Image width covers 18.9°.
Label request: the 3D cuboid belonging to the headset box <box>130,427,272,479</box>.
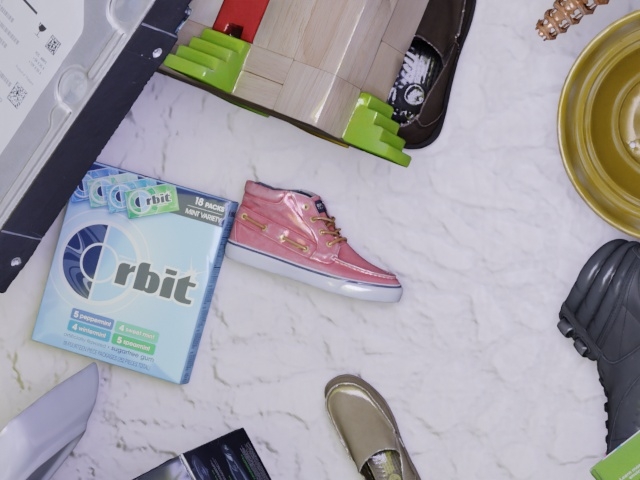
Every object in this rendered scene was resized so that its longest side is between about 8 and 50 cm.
[{"bbox_3d":[-0.172,0.291,1.742,0.246,0.283,0.131,-29,85,7],"label":"headset box"}]

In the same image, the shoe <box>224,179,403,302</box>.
[{"bbox_3d":[0.000,0.000,1.828,0.178,0.063,0.081,17,97,13],"label":"shoe"}]

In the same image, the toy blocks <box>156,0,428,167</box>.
[{"bbox_3d":[-0.044,-0.255,1.768,0.381,0.191,0.261,22,90,31],"label":"toy blocks"}]

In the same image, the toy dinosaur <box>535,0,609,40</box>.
[{"bbox_3d":[0.322,-0.302,1.704,0.322,0.218,0.164,-19,87,9],"label":"toy dinosaur"}]

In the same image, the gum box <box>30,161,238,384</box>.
[{"bbox_3d":[-0.180,0.030,1.867,0.157,0.041,0.184,16,91,9],"label":"gum box"}]

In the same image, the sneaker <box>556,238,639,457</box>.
[{"bbox_3d":[0.284,0.131,1.775,0.147,0.104,0.296,28,117,38],"label":"sneaker"}]

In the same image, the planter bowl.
[{"bbox_3d":[0.324,-0.107,1.762,0.217,0.090,0.217,1,95,6],"label":"planter bowl"}]

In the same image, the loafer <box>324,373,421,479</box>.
[{"bbox_3d":[0.052,0.192,1.825,0.056,0.050,0.148,-34,85,7],"label":"loafer"}]

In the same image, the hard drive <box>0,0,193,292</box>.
[{"bbox_3d":[-0.277,-0.154,1.745,0.237,0.064,0.339,46,107,32],"label":"hard drive"}]

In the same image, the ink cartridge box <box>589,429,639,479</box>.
[{"bbox_3d":[0.395,0.194,1.691,0.255,0.189,0.097,-40,42,4],"label":"ink cartridge box"}]

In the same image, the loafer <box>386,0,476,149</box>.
[{"bbox_3d":[0.100,-0.195,1.807,0.080,0.078,0.220,6,91,9],"label":"loafer"}]

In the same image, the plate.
[{"bbox_3d":[-0.309,0.249,1.755,0.045,0.278,0.277,40,101,3],"label":"plate"}]
